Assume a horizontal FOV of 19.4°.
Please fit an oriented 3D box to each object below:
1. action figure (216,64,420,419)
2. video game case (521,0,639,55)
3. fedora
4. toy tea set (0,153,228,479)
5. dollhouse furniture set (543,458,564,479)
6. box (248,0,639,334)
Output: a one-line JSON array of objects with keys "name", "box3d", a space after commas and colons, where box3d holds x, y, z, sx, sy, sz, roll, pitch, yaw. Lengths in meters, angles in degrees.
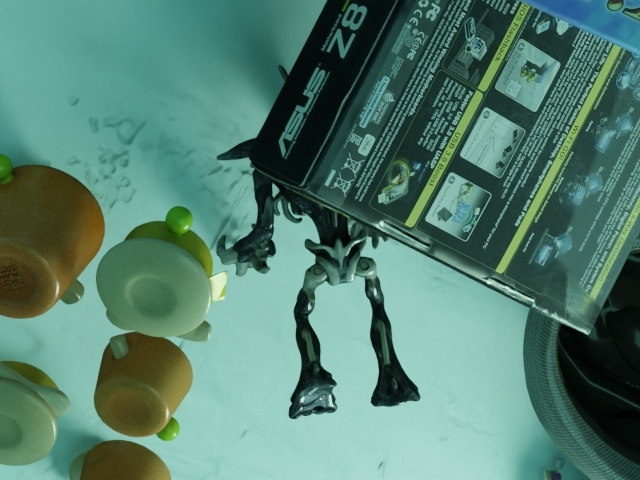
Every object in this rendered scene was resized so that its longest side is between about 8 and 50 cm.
[{"name": "action figure", "box3d": [0.000, 0.000, 1.494, 0.164, 0.141, 0.275, -7, 87, -16]}, {"name": "video game case", "box3d": [0.163, -0.259, 1.126, 0.270, 0.061, 0.244, 20, 101, -24]}, {"name": "fedora", "box3d": [0.303, 0.104, 1.668, 0.275, 0.124, 0.243, 37, 92, -6]}, {"name": "toy tea set", "box3d": [-0.179, 0.081, 1.449, 0.200, 0.124, 0.336, 15, 127, 3]}, {"name": "dollhouse furniture set", "box3d": [0.239, 0.255, 1.794, 0.114, 0.091, 0.081, 11, 63, -53]}, {"name": "box", "box3d": [0.166, -0.164, 1.409, 0.318, 0.097, 0.395, 25, 91, -35]}]
